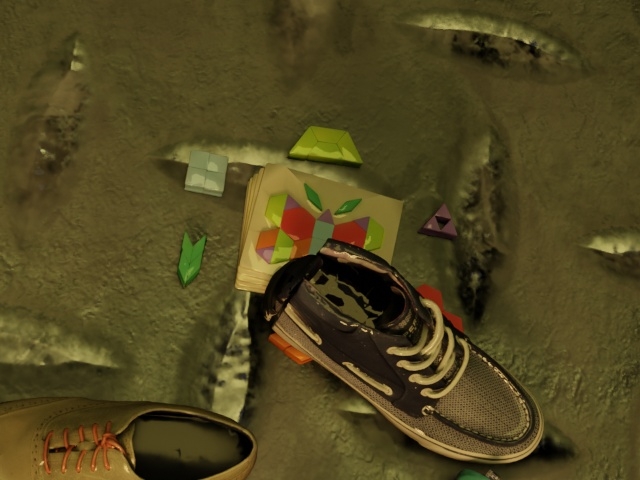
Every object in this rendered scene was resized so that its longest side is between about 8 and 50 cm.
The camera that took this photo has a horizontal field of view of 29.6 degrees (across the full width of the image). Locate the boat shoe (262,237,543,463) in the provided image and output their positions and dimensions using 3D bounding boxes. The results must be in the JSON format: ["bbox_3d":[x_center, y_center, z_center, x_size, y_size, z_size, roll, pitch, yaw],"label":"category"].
[{"bbox_3d":[0.100,0.122,1.260,0.340,0.158,0.127,29,72,-3],"label":"boat shoe"}]

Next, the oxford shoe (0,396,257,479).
[{"bbox_3d":[-0.230,0.199,1.184,0.348,0.130,0.123,-1,69,-18],"label":"oxford shoe"}]

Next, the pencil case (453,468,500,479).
[{"bbox_3d":[0.138,0.311,1.264,0.070,0.064,0.152,28,64,27],"label":"pencil case"}]

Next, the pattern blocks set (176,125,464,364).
[{"bbox_3d":[0.000,0.000,1.378,0.325,0.026,0.285,1,69,-11],"label":"pattern blocks set"}]
